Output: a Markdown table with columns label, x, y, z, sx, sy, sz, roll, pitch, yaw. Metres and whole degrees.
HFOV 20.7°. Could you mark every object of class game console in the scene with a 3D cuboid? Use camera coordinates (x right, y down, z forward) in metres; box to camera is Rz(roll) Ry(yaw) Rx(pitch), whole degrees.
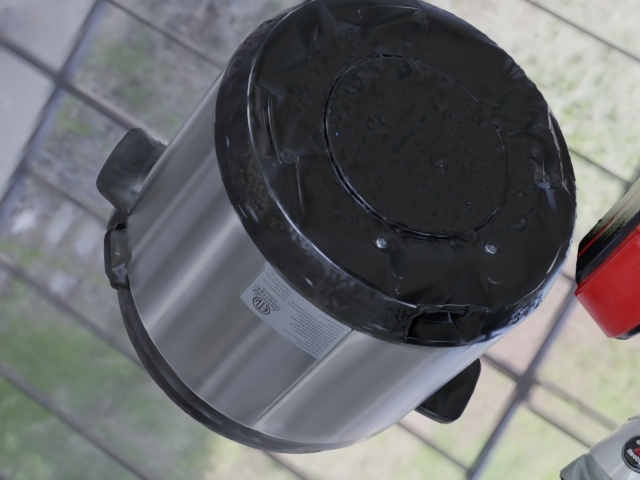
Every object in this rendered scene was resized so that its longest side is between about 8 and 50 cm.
| label | x | y | z | sx | sy | sz | roll | pitch | yaw |
| --- | --- | --- | --- | --- | --- | --- | --- | --- | --- |
| game console | 0.317 | -0.100 | 1.193 | 0.386 | 0.060 | 0.342 | -47 | 176 | 10 |

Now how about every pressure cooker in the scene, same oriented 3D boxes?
| label | x | y | z | sx | sy | sz | roll | pitch | yaw |
| --- | --- | --- | --- | --- | --- | --- | --- | --- | --- |
| pressure cooker | -0.004 | 0.003 | 1.701 | 0.375 | 0.370 | 0.420 | -8 | 157 | -31 |

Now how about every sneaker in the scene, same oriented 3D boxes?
| label | x | y | z | sx | sy | sz | roll | pitch | yaw |
| --- | --- | --- | --- | --- | --- | --- | --- | --- | --- |
| sneaker | 0.315 | 0.221 | 1.610 | 0.146 | 0.122 | 0.330 | -42 | 163 | 0 |
